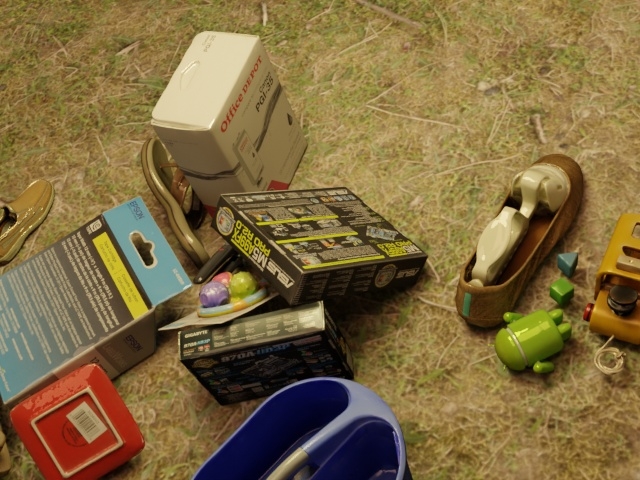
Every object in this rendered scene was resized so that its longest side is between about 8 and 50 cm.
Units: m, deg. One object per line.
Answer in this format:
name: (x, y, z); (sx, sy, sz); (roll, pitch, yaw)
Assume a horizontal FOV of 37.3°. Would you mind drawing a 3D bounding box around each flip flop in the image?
flip flop: (-0.239, -0.072, 1.667); (0.080, 0.112, 0.277); (-31, 57, 2)

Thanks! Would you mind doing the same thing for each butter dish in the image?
butter dish: (-0.368, 0.283, 1.468); (0.160, 0.118, 0.160); (-30, 94, -2)

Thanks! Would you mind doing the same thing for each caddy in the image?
caddy: (-0.030, 0.344, 1.265); (0.341, 0.179, 0.241); (-45, 54, -14)

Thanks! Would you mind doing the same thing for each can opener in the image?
can opener: (-0.153, 0.033, 1.555); (0.073, 0.059, 0.186); (-16, 13, 35)

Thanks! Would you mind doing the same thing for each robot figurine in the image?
robot figurine: (0.302, 0.142, 1.360); (0.115, 0.067, 0.101); (-27, 64, -1)

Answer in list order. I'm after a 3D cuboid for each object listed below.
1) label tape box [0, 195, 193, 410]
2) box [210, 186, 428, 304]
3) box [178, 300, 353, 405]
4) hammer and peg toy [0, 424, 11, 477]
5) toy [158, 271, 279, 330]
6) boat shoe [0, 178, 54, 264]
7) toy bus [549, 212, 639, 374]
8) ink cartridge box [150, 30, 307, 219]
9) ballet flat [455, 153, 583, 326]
label tape box: (-0.393, 0.113, 1.593); (0.348, 0.115, 0.249); (-32, 53, -7)
box: (0.000, 0.000, 1.463); (0.270, 0.060, 0.216); (-7, 38, -43)
box: (-0.077, 0.171, 1.401); (0.220, 0.175, 0.051); (-13, 56, 10)
hammer and peg toy: (-0.615, 0.313, 1.434); (0.266, 0.127, 0.361); (-2, 52, -37)
toy: (-0.127, 0.073, 1.456); (0.137, 0.056, 0.237); (-11, 6, 39)
boat shoe: (-0.570, -0.048, 1.786); (0.068, 0.072, 0.190); (10, 60, 25)
toy bus: (0.438, 0.057, 1.340); (0.191, 0.104, 0.202); (-21, 50, -4)
ink cartridge box: (-0.145, -0.180, 1.600); (0.117, 0.283, 0.207); (10, 61, 25)
ballet flat: (0.303, -0.027, 1.441); (0.116, 0.124, 0.342); (25, 67, 31)
